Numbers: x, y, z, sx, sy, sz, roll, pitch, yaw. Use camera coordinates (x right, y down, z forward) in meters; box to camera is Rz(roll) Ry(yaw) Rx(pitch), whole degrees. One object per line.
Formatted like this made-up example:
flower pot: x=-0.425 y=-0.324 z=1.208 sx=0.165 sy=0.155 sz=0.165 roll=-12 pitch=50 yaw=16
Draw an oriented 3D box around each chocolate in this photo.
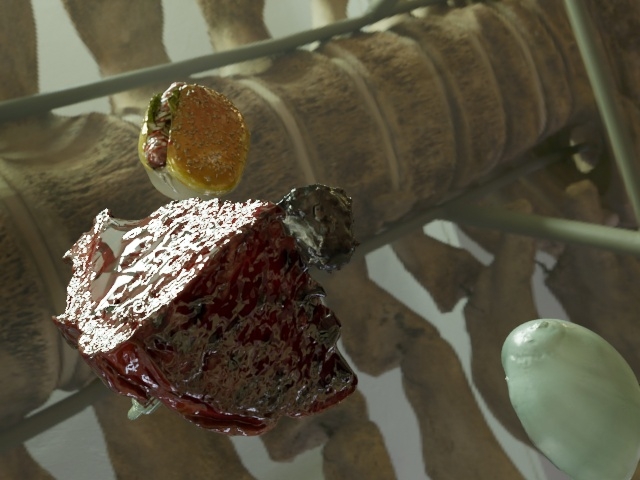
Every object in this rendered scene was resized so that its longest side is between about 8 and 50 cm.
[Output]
chocolate: x=0.000 y=0.000 z=1.325 sx=0.156 sy=0.156 sz=0.133 roll=15 pitch=-144 yaw=-38

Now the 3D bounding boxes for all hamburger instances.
hamburger: x=-0.196 y=-0.153 z=1.275 sx=0.173 sy=0.116 sz=0.210 roll=20 pitch=-136 yaw=-15

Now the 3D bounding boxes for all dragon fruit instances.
dragon fruit: x=-0.164 y=0.108 z=0.887 sx=0.228 sy=0.329 sz=0.286 roll=-52 pitch=-47 yaw=-30

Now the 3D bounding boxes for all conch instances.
conch: x=0.297 y=0.187 z=0.955 sx=0.185 sy=0.121 sz=0.221 roll=-10 pitch=-125 yaw=-29

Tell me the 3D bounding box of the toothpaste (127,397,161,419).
toothpaste: x=-0.207 y=0.185 z=1.205 sx=0.060 sy=0.233 sz=0.038 roll=43 pitch=-168 yaw=-7
